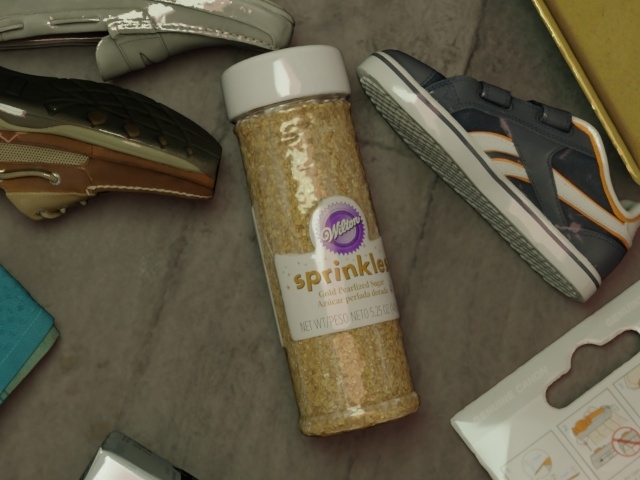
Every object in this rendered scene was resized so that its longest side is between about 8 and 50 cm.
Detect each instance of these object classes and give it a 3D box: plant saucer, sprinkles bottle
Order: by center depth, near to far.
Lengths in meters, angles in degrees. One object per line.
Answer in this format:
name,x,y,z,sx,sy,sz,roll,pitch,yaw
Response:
sprinkles bottle,0.000,0.000,1.182,0.121,0.121,0.356,-12,87,-8
plant saucer,0.364,-0.264,1.264,0.332,0.081,0.333,-29,89,-9

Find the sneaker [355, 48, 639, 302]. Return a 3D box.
sneaker,0.180,-0.091,1.211,0.321,0.126,0.127,43,87,-13

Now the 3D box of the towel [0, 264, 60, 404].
towel,-0.437,0.050,1.085,0.370,0.040,0.271,46,58,-14

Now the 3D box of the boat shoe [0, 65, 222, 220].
boat shoe,-0.256,-0.086,1.171,0.323,0.122,0.120,14,114,-3

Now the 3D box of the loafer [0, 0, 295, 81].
loafer,-0.185,-0.204,1.188,0.319,0.112,0.112,8,89,2

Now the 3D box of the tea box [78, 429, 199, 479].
tea box,-0.136,0.392,1.083,0.323,0.220,0.329,31,82,-4

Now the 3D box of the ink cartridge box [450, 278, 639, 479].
ink cartridge box,0.360,0.253,1.242,0.308,0.091,0.385,-35,73,-8
